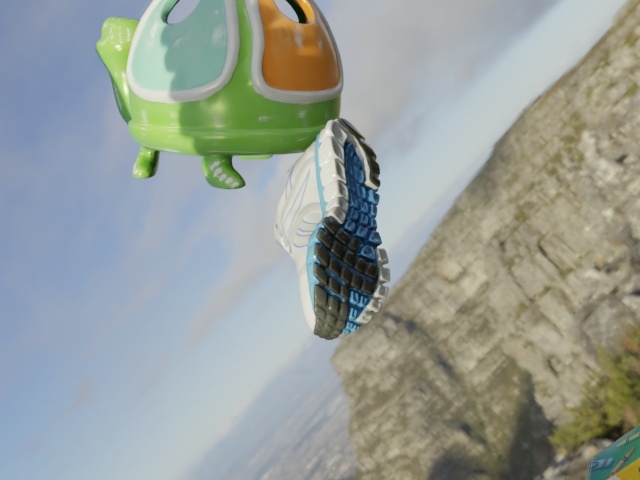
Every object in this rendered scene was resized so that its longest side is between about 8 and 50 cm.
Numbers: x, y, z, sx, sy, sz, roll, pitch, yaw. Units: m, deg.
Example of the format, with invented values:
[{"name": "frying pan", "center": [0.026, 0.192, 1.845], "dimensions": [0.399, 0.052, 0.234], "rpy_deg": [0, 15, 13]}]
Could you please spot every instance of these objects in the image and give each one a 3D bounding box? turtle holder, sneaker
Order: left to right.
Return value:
[{"name": "turtle holder", "center": [-0.113, -0.197, 1.041], "dimensions": [0.243, 0.227, 0.320], "rpy_deg": [-7, 16, -24]}, {"name": "sneaker", "center": [0.000, 0.000, 0.656], "dimensions": [0.083, 0.071, 0.191], "rpy_deg": [-33, 36, 33]}]

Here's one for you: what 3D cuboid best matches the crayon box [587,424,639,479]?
[{"name": "crayon box", "center": [0.525, 0.308, 1.214], "dimensions": [0.278, 0.165, 0.081], "rpy_deg": [-50, 2, 35]}]
